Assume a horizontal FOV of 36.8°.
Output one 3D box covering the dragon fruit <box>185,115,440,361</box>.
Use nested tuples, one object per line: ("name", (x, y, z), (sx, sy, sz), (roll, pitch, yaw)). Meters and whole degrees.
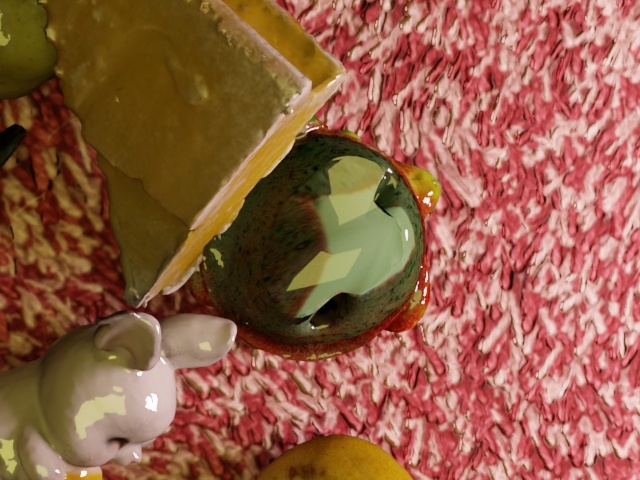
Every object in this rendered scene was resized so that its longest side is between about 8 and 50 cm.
("dragon fruit", (0.000, 0.000, 1.022), (0.295, 0.130, 0.268), (-31, 96, -4))

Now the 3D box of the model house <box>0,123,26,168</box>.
("model house", (-0.398, -0.085, 0.940), (0.152, 0.165, 0.106), (32, 108, -11))

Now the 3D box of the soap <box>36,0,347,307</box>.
("soap", (-0.197, -0.151, 0.902), (0.338, 0.169, 0.304), (43, 112, 4))

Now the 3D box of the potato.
("potato", (-0.311, -0.260, 0.919), (0.197, 0.148, 0.228), (-38, 110, -16))

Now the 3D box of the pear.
("pear", (0.022, 0.317, 1.031), (0.209, 0.209, 0.209), (-1, 98, -9))

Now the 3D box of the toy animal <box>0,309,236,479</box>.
("toy animal", (-0.246, 0.165, 0.959), (0.325, 0.208, 0.154), (-46, 64, 18))
